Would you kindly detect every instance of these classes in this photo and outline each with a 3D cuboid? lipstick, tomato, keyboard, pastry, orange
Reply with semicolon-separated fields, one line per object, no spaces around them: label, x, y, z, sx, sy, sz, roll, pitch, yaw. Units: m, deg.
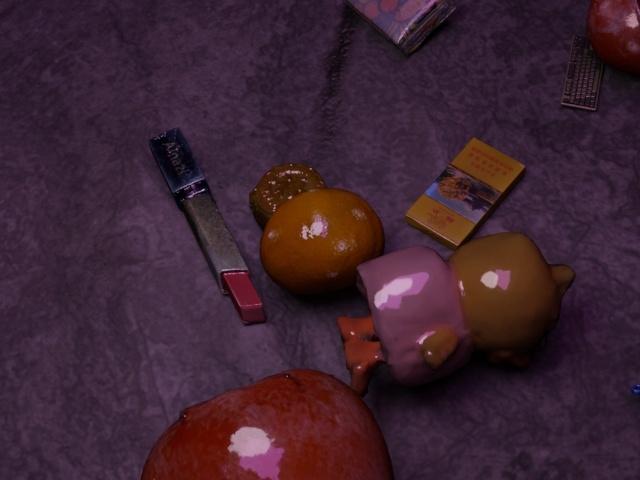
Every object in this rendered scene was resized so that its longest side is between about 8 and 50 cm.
lipstick;-0.148;-0.019;1.452;0.051;0.051;0.312;-23;58;-9
tomato;0.415;-0.293;1.520;0.091;0.139;0.159;-19;68;26
keyboard;0.369;-0.235;1.548;0.049;0.015;0.129;10;59;13
pastry;-0.042;-0.053;1.460;0.109;0.057;0.097;4;52;7
tomato;-0.048;0.267;1.128;0.265;0.265;0.265;-3;57;5
orange;0.000;0.000;1.358;0.156;0.156;0.124;-9;78;1

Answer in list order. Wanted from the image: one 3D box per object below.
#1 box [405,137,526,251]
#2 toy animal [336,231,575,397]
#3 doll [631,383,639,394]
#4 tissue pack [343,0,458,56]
box;0.191;-0.062;1.454;0.087;0.023;0.155;33;67;22
toy animal;0.158;0.078;1.288;0.281;0.169;0.195;-8;22;-1
doll;0.425;0.174;1.252;0.143;0.058;0.099;3;36;10
tissue pack;0.111;-0.353;1.617;0.108;0.060;0.148;-45;60;4
